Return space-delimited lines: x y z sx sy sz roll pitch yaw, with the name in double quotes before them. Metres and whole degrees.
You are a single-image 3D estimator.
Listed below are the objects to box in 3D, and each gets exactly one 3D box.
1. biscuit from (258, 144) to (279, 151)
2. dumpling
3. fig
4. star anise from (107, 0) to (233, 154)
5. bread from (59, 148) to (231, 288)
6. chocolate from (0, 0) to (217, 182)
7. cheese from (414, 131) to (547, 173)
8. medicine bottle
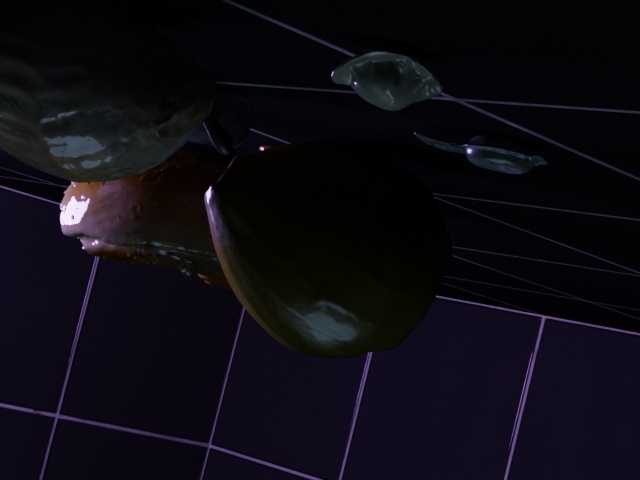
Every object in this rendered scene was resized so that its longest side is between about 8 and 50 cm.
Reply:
"biscuit" -0.026 -0.097 2.030 0.091 0.015 0.078 12 177 24
"dumpling" 0.050 -0.124 1.281 0.077 0.043 0.059 29 163 17
"fig" 0.000 0.000 1.857 0.271 0.239 0.239 32 169 -21
"star anise" -0.164 -0.142 1.394 0.209 0.089 0.231 24 175 29
"bread" -0.179 -0.036 2.281 0.314 0.171 0.192 14 173 -10
"chocolate" -0.228 -0.125 1.249 0.309 0.134 0.134 16 176 9
"cheese" 0.149 -0.081 1.591 0.121 0.026 0.067 12 175 26
"medicine bottle" -0.164 -0.133 1.726 0.199 0.057 0.058 12 175 31
